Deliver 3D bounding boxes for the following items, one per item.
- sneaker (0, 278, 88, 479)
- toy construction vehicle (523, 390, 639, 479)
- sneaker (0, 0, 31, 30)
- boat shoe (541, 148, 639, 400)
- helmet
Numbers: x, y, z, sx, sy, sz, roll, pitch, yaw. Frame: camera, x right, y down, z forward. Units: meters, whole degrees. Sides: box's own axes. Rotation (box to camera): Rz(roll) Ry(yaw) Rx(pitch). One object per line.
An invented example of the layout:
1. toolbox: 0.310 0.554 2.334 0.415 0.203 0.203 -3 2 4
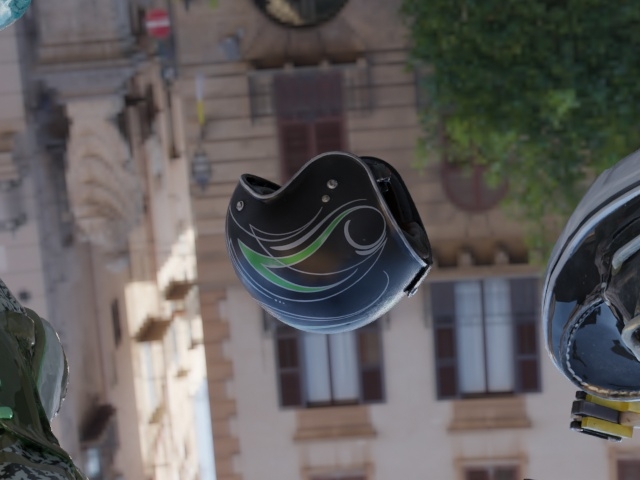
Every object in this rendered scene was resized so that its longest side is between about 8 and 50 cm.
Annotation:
1. sneaker: -0.275 0.113 1.022 0.158 0.182 0.410 -23 -154 -7
2. toy construction vehicle: 0.171 0.133 0.803 0.098 0.086 0.035 18 164 -9
3. sneaker: -0.177 -0.193 0.463 0.178 0.295 0.124 -27 -140 27
4. boat shoe: 0.183 0.015 0.635 0.121 0.119 0.335 29 148 -1
5. helmet: 0.000 0.000 1.227 0.161 0.169 0.169 -28 -174 14
